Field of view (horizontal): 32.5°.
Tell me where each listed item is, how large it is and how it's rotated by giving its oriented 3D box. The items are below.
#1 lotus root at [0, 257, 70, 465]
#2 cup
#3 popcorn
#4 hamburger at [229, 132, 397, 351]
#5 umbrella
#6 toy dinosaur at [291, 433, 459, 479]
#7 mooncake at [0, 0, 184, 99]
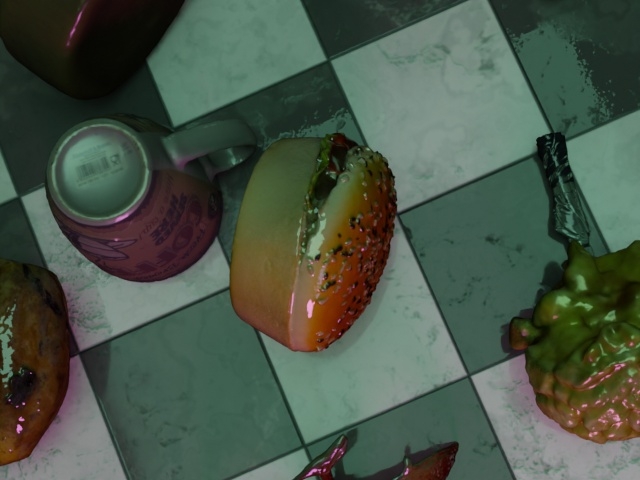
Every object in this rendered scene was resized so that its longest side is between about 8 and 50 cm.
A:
[{"bbox_3d":[-0.427,0.167,1.504,0.193,0.193,0.291,5,83,6],"label":"lotus root"},{"bbox_3d":[-0.226,-0.082,1.483,0.301,0.257,0.227,-27,83,-1],"label":"cup"},{"bbox_3d":[0.381,0.129,1.420,0.270,0.224,0.258,-17,55,18],"label":"popcorn"},{"bbox_3d":[0.000,0.000,1.434,0.176,0.300,0.300,13,83,13],"label":"hamburger"},{"bbox_3d":[0.340,-0.058,1.537,0.050,0.046,0.188,-15,86,7],"label":"umbrella"},{"bbox_3d":[0.010,0.339,1.480,0.327,0.113,0.206,-36,119,19],"label":"toy dinosaur"},{"bbox_3d":[-0.312,-0.345,1.513,0.155,0.284,0.284,36,86,8],"label":"mooncake"}]
